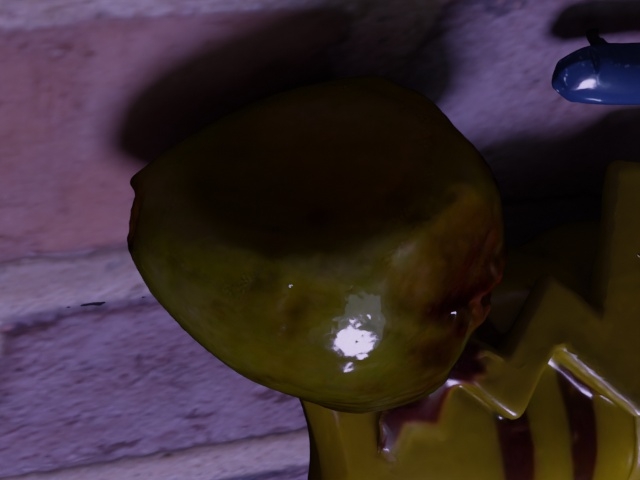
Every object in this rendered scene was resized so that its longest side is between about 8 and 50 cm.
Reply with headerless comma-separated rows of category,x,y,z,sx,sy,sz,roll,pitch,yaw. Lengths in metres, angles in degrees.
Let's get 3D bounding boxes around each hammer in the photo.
hammer,0.196,-0.082,0.904,0.194,0.069,0.116,-3,147,-22

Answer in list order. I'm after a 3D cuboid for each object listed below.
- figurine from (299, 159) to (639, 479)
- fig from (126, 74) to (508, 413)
figurine,0.123,0.059,0.997,0.326,0.218,0.169,-15,-168,-26
fig,0.000,0.000,0.837,0.165,0.144,0.154,7,157,-20
